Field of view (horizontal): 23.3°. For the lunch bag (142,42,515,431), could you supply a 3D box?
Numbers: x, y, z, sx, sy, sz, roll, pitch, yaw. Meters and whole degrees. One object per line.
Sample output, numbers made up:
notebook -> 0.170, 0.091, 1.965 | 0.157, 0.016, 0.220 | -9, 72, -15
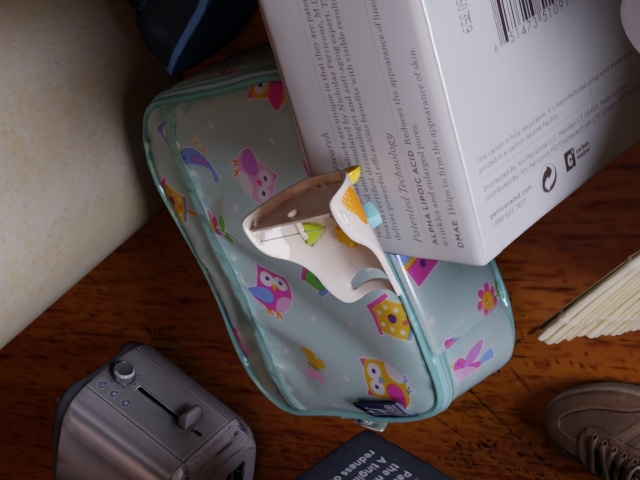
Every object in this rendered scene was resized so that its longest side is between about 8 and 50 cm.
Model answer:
lunch bag -> 0.000, 0.000, 1.084 | 0.224, 0.108, 0.279 | -5, 113, 46

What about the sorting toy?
sorting toy -> 0.011, 0.003, 0.852 | 0.083, 0.045, 0.075 | -11, 117, 52

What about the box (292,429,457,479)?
box -> 0.112, 0.464, 1.011 | 0.472, 0.297, 0.479 | 28, 133, 34

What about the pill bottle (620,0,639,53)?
pill bottle -> 0.232, -0.207, 0.666 | 0.169, 0.169, 0.301 | 34, 136, 23

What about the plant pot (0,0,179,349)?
plant pot -> -0.277, -0.054, 1.166 | 0.334, 0.305, 0.333 | 24, 131, 31

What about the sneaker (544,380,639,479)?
sneaker -> 0.216, 0.144, 1.000 | 0.188, 0.071, 0.066 | 12, 124, 39

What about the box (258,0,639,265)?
box -> 0.080, -0.108, 0.873 | 0.119, 0.181, 0.182 | 8, 123, 45

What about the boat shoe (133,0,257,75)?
boat shoe -> -0.076, -0.204, 1.023 | 0.089, 0.109, 0.258 | 53, 138, 7

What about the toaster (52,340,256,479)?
toaster -> -0.148, 0.211, 1.362 | 0.146, 0.129, 0.227 | 31, 133, 23

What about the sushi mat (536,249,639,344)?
sushi mat -> 0.251, -0.025, 0.794 | 0.316, 0.151, 0.019 | -47, 55, 50
